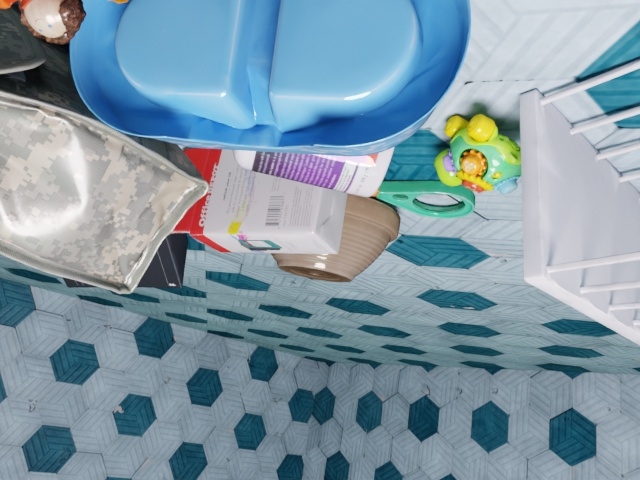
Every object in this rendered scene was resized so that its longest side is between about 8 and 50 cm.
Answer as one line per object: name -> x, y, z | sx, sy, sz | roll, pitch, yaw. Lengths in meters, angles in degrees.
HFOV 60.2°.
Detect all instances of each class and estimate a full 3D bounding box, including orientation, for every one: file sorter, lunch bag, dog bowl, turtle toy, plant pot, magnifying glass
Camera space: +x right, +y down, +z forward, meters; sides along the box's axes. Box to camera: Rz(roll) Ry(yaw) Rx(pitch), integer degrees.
file sorter -> 0.341, -0.025, 0.531 | 0.277, 0.193, 0.173 | 24, 153, -38
lunch bag -> -0.284, -0.109, 0.493 | 0.287, 0.169, 0.235 | 29, -169, -48
dog bowl -> -0.039, -0.144, 0.424 | 0.297, 0.166, 0.074 | 5, 172, 13
turtle toy -> 0.170, -0.086, 0.598 | 0.095, 0.066, 0.130 | 26, -177, -18
plant pot -> 0.000, 0.000, 0.858 | 0.237, 0.110, 0.237 | 10, 168, 2
magnifying glass -> 0.104, -0.067, 0.780 | 0.231, 0.026, 0.092 | 11, 162, -3

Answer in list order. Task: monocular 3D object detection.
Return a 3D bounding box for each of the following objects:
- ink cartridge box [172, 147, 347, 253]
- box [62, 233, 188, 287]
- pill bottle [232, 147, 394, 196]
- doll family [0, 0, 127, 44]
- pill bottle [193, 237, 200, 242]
ink cartridge box -> -0.085, -0.057, 0.730 | 0.231, 0.134, 0.078 | 1, 160, 27
box -> -0.306, -0.035, 0.809 | 0.184, 0.103, 0.261 | 3, 144, -2
pill bottle -> -0.027, -0.116, 0.565 | 0.193, 0.108, 0.108 | 12, 161, -9
doll family -> -0.116, -0.224, 0.329 | 0.263, 0.118, 0.163 | -17, 147, 18
pill bottle -> -0.183, -0.049, 0.889 | 0.078, 0.078, 0.137 | 11, 161, -5
